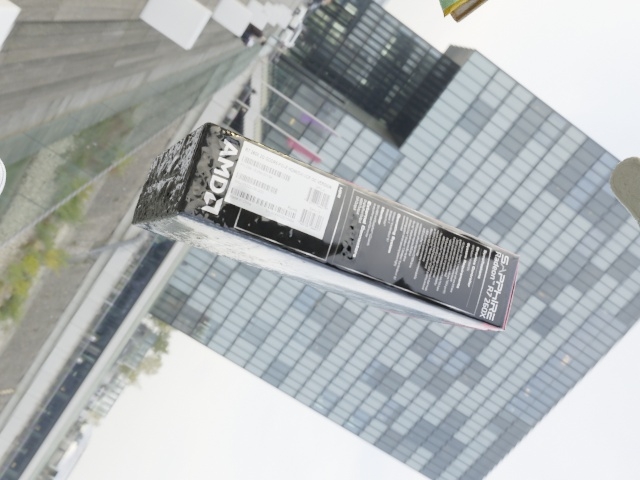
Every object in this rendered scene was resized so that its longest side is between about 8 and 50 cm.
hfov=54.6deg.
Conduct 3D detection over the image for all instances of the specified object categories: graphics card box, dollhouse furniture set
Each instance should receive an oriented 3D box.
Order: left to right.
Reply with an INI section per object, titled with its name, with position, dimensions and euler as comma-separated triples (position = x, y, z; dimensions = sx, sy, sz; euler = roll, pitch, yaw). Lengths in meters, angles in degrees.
[graphics card box]
position = 0.000, 0.000, 0.681
dimensions = 0.233, 0.371, 0.094
euler = -1, -109, 65
[dollhouse furniture set]
position = 0.173, -0.295, 0.638
dimensions = 0.152, 0.076, 0.058
euler = -31, -174, 32

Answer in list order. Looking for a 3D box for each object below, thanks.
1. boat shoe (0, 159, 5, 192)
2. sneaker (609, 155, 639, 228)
[boat shoe]
position = -0.460, -0.025, 0.668
dimensions = 0.258, 0.095, 0.084
euler = -42, -164, -28
[sneaker]
position = 0.320, -0.005, 0.546
dimensions = 0.058, 0.085, 0.152
euler = -54, -149, 41
